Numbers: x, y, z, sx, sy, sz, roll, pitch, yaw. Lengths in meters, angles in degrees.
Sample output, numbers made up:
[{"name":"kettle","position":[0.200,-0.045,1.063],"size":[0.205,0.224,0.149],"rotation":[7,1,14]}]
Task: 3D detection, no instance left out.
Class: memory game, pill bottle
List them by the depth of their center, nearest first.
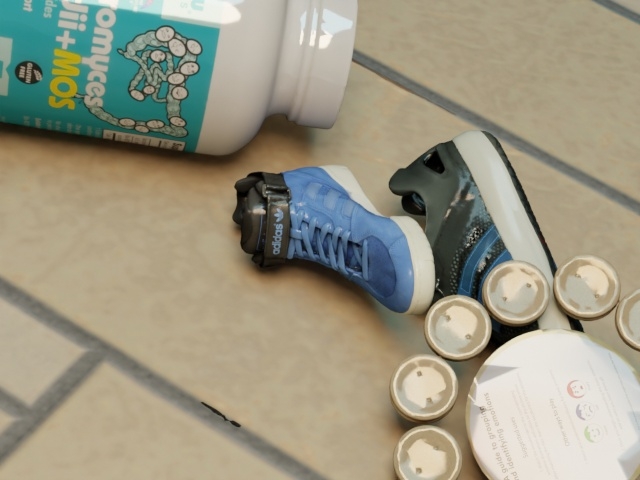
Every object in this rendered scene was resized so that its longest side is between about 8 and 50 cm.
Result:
[{"name":"memory game","position":[0.127,0.096,0.818],"size":[0.186,0.012,0.186],"rotation":[-1,72,2]},{"name":"pill bottle","position":[-0.115,-0.133,0.938],"size":[0.264,0.146,0.146],"rotation":[8,44,-8]}]

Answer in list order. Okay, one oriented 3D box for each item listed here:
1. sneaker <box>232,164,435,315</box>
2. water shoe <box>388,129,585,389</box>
[{"name":"sneaker","position":[0.000,0.001,0.884],"size":[0.085,0.058,0.152],"rotation":[-5,30,-24]},{"name":"water shoe","position":[0.101,0.033,0.905],"size":[0.080,0.073,0.203],"rotation":[-25,59,11]}]
